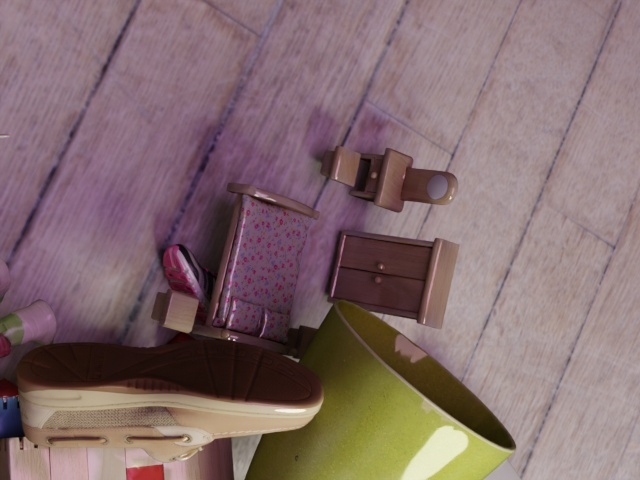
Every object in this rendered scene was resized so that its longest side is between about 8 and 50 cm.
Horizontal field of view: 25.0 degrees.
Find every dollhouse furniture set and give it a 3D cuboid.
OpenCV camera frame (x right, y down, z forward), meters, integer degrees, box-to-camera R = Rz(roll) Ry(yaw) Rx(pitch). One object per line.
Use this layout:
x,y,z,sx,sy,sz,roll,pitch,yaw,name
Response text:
0.000,0.000,1.814,0.355,0.174,0.303,18,83,-48,dollhouse furniture set

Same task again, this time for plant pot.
0.035,0.269,1.722,0.275,0.275,0.293,35,98,-27,plant pot

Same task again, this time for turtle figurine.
-0.447,0.145,1.631,0.266,0.198,0.274,-29,118,-42,turtle figurine

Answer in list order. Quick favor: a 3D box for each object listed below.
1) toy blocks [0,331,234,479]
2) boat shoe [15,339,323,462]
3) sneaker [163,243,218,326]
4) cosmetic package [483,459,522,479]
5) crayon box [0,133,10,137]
-0.257,0.243,1.751,0.381,0.191,0.260,-1,82,-32,toy blocks
-0.167,0.185,1.623,0.341,0.121,0.110,4,118,3,boat shoe
-0.137,0.061,1.860,0.075,0.063,0.170,-45,116,-23,sneaker
0.181,0.314,2.036,0.127,0.107,0.238,-41,114,-22,cosmetic package
-0.468,-0.066,1.507,0.203,0.323,0.083,-6,96,-30,crayon box
